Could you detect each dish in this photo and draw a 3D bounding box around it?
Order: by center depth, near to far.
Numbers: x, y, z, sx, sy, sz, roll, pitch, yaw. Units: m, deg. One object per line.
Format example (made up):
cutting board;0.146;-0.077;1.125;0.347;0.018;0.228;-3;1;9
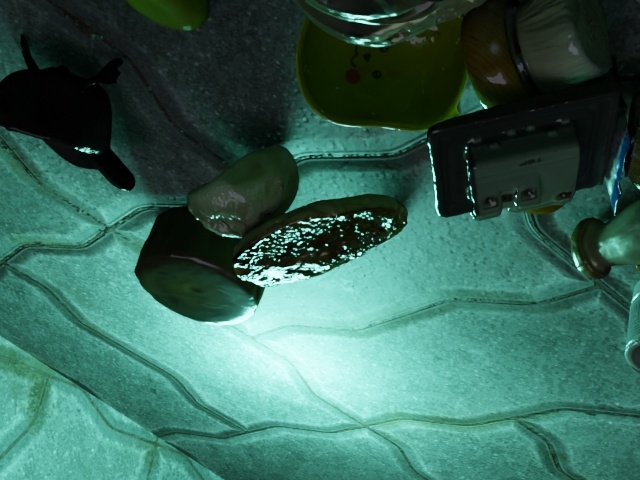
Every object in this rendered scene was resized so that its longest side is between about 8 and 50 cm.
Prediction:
dish;0.094;-0.272;1.439;0.262;0.221;0.108;13;-170;-5

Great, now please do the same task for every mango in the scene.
mango;-0.249;-0.387;1.499;0.117;0.089;0.163;-4;142;34

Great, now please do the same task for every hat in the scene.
hat;-0.448;-0.246;1.799;0.238;0.209;0.336;22;174;38

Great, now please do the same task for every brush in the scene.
brush;0.321;-0.241;1.350;0.166;0.174;0.266;-15;144;29

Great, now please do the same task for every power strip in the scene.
power strip;0.283;-0.098;1.343;0.257;0.092;0.251;-12;146;5

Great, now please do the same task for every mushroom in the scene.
mushroom;0.556;-0.024;1.584;0.128;0.128;0.350;34;148;-22

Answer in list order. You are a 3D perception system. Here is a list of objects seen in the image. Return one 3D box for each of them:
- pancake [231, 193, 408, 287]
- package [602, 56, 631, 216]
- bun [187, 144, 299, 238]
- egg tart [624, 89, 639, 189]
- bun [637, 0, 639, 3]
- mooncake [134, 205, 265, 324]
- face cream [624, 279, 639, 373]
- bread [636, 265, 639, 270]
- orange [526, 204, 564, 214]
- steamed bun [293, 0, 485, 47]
pancake;0.000;0.002;1.832;0.356;0.065;0.356;-16;158;-6
package;0.427;-0.149;1.418;0.027;0.173;0.171;-3;145;4
bun;-0.134;-0.078;1.790;0.231;0.231;0.133;-26;92;50
egg tart;0.476;-0.143;1.381;0.078;0.197;0.197;9;147;14
bun;0.451;-0.359;1.099;0.244;0.153;0.244;24;138;23
mooncake;-0.249;0.054;2.117;0.290;0.161;0.290;13;148;8
face cream;0.659;0.164;1.792;0.177;0.153;0.177;15;147;10
bread;0.650;0.037;1.686;0.187;0.065;0.103;14;147;11
orange;0.343;-0.121;1.534;0.136;0.159;0.159;-33;128;13
steamed bun;0.072;-0.384;1.176;0.339;0.247;0.352;34;142;-25
